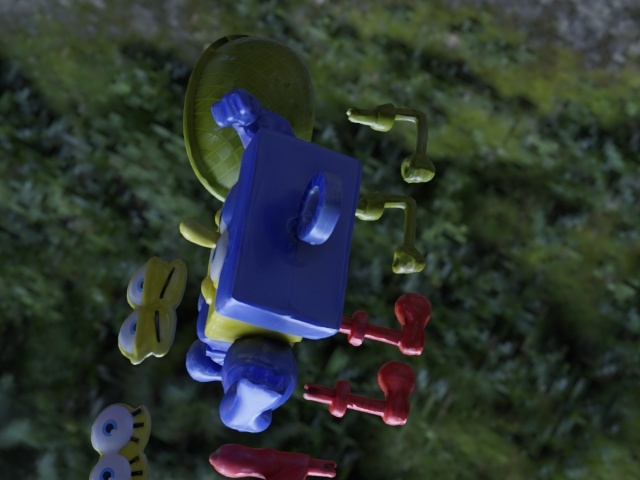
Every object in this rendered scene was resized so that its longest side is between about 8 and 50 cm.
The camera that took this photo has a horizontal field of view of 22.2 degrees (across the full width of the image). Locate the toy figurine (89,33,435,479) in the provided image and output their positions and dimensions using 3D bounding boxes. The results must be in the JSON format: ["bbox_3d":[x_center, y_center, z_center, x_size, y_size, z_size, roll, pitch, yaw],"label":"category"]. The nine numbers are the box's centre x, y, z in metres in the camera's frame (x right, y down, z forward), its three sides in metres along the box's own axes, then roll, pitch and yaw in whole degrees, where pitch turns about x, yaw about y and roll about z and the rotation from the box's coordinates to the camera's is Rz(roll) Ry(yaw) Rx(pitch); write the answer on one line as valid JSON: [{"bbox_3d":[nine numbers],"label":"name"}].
[{"bbox_3d":[0.000,0.000,0.939,0.191,0.363,0.217,16,153,-9],"label":"toy figurine"}]
